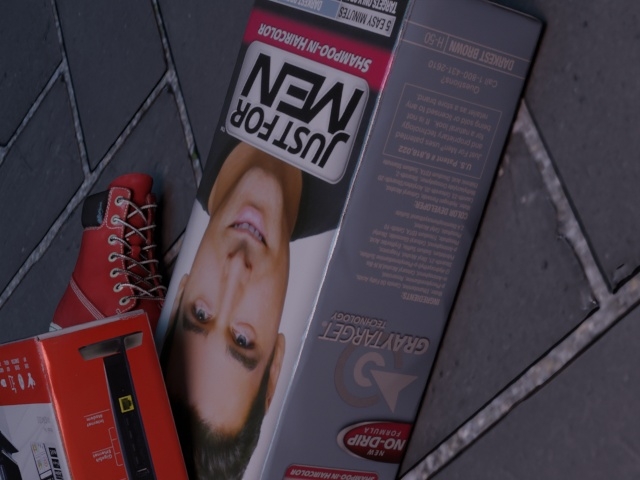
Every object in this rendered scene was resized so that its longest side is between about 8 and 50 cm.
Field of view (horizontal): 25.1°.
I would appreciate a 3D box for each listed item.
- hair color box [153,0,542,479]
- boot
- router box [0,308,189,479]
[{"bbox_3d":[0.000,0.000,0.992,0.185,0.113,0.375,29,104,54],"label":"hair color box"},{"bbox_3d":[-0.157,0.033,1.226,0.244,0.088,0.176,16,92,58],"label":"boot"},{"bbox_3d":[-0.186,0.217,1.083,0.335,0.082,0.301,-16,88,62],"label":"router box"}]
